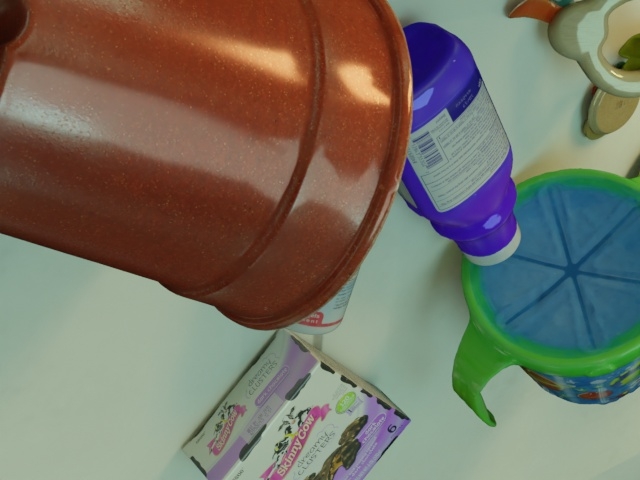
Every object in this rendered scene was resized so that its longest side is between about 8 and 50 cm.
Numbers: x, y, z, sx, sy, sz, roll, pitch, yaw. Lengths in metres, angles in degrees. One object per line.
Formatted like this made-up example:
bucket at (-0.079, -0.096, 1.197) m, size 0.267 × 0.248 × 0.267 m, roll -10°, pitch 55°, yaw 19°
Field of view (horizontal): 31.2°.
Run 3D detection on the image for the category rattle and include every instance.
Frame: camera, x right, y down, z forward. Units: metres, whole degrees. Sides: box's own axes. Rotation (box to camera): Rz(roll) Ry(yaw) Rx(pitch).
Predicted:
rattle at (0.281, -0.231, 1.182) m, size 0.200 × 0.142 × 0.130 m, roll 10°, pitch 125°, yaw -5°

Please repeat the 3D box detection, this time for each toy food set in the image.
toy food set at (0.326, -0.155, 1.277) m, size 0.083 × 0.020 × 0.083 m, roll -33°, pitch 135°, yaw -19°

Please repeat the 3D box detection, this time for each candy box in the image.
candy box at (-0.020, 0.203, 1.200) m, size 0.165 × 0.070 × 0.196 m, roll -51°, pitch 139°, yaw 1°

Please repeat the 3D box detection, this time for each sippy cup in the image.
sippy cup at (0.291, 0.073, 1.278) m, size 0.305 × 0.240 × 0.224 m, roll -11°, pitch 151°, yaw 14°

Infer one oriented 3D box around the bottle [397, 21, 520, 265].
bottle at (0.126, -0.079, 1.107) m, size 0.118 × 0.092 × 0.283 m, roll -43°, pitch 138°, yaw -7°

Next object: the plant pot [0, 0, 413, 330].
plant pot at (-0.126, -0.091, 0.776) m, size 0.265 × 0.272 × 0.272 m, roll 13°, pitch 110°, yaw -36°

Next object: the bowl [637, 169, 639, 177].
bowl at (0.533, -0.035, 1.385) m, size 0.289 × 0.156 × 0.289 m, roll -9°, pitch 108°, yaw -29°

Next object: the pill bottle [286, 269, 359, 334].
pill bottle at (0.000, 0.000, 1.060) m, size 0.087 × 0.087 × 0.160 m, roll -3°, pitch 120°, yaw -39°
